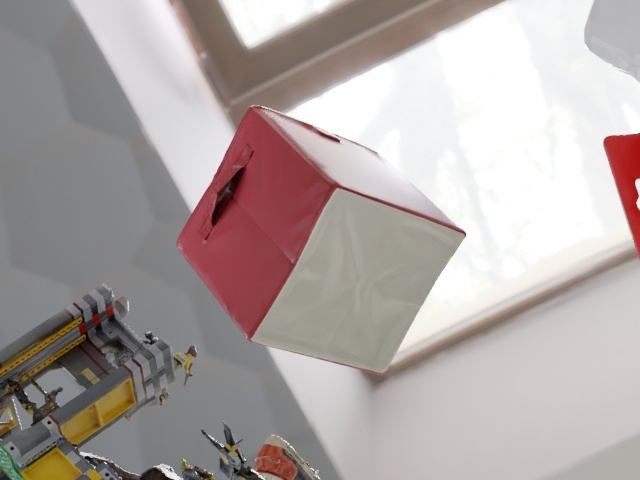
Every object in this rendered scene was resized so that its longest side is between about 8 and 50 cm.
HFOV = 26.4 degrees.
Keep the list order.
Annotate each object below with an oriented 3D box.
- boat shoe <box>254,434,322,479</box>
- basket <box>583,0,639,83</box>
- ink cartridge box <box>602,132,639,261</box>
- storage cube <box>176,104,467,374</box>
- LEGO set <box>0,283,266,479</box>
[{"bbox_3d":[-0.020,0.220,1.244,0.049,0.137,0.043,-1,-119,28],"label":"boat shoe"},{"bbox_3d":[0.310,-0.042,0.335,0.266,0.328,0.331,-57,-153,8],"label":"basket"},{"bbox_3d":[0.359,-0.054,1.096,0.231,0.134,0.078,-9,162,-16],"label":"ink cartridge box"},{"bbox_3d":[0.000,0.000,1.416,0.184,0.215,0.193,-60,-142,14],"label":"storage cube"},{"bbox_3d":[-0.152,0.198,1.157,0.192,0.255,0.331,-35,-133,-27],"label":"LEGO set"}]
